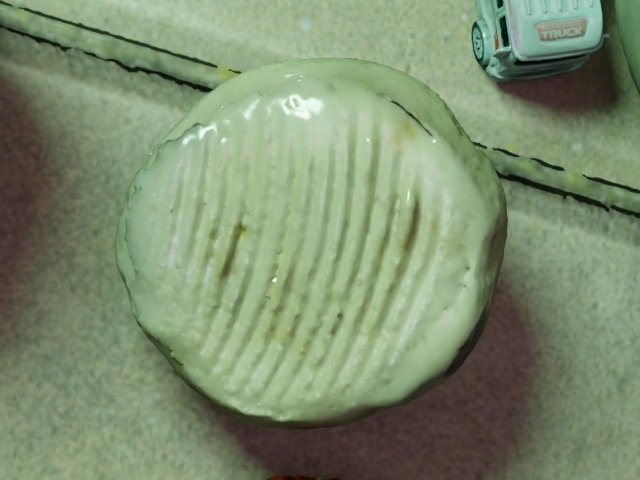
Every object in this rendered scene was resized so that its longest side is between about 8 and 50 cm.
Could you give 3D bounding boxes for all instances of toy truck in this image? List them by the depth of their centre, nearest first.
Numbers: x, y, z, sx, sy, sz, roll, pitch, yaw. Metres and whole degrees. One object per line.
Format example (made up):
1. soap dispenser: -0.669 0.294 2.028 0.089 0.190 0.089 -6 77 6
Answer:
1. toy truck: 0.138 -0.198 1.059 0.080 0.115 0.178 -9 90 -10

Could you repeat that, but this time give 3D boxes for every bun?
1. bun: 0.000 0.000 1.009 0.239 0.141 0.239 1 107 3

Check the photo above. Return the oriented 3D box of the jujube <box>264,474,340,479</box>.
1. jujube: -0.010 0.235 1.017 0.112 0.109 0.176 6 89 24

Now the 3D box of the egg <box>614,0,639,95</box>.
1. egg: 0.339 -0.118 1.019 0.258 0.258 0.352 -40 94 -9
